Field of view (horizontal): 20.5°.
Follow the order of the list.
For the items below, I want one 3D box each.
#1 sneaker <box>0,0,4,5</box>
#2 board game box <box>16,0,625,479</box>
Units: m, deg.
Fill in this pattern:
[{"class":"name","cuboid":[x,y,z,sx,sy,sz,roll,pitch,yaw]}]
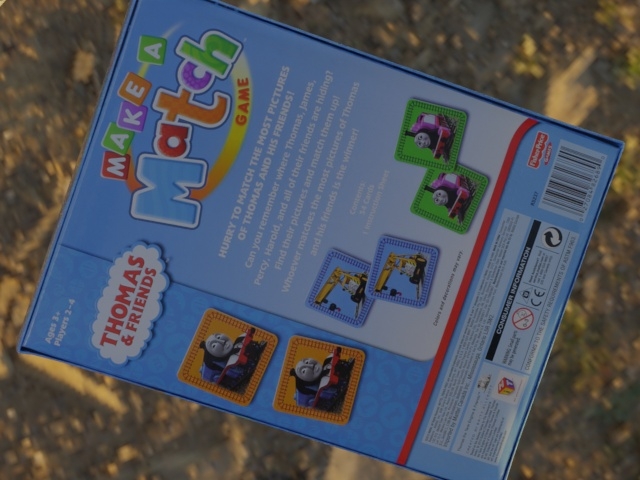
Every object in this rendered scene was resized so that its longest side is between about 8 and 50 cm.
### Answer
[{"class":"sneaker","cuboid":[-0.200,-0.137,0.895,0.105,0.115,0.281,38,139,-22]},{"class":"board game box","cuboid":[0.000,0.000,0.734,0.211,0.039,0.160,18,94,-11]}]
